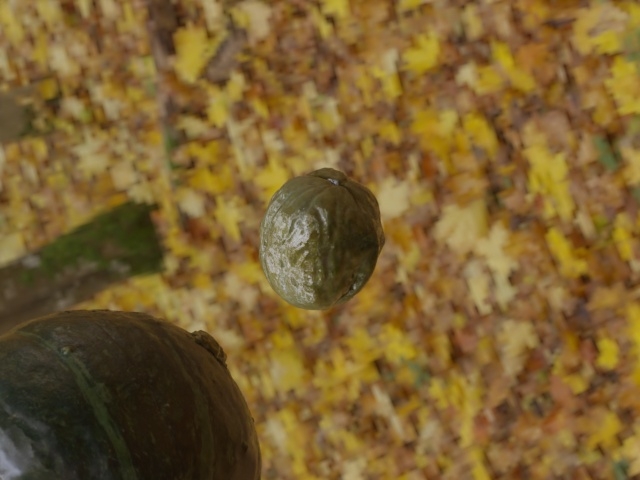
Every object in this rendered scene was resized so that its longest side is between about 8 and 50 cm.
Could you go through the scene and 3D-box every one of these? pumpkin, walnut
[{"bbox_3d":[-0.116,0.117,0.759,0.146,0.190,0.190,62,142,34],"label":"pumpkin"},{"bbox_3d":[0.000,0.000,1.065,0.092,0.092,0.092,22,121,43],"label":"walnut"}]
